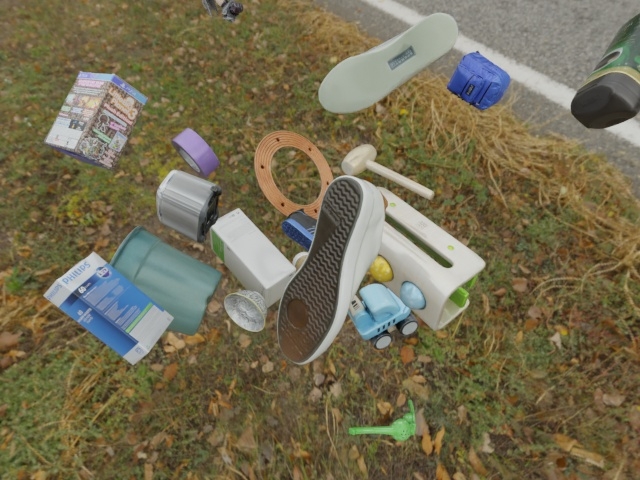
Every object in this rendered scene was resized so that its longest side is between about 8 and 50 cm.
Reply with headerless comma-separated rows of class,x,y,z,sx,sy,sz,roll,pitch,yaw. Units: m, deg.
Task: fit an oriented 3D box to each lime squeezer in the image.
lime squeezer,0.216,0.507,1.132,0.109,0.310,0.059,-14,79,40

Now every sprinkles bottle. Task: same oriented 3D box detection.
sprinkles bottle,-0.034,0.168,2.039,0.121,0.121,0.355,-23,24,-13

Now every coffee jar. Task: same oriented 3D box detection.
coffee jar,0.470,-0.260,0.626,0.079,0.096,0.184,39,81,-5

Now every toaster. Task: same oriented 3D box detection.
toaster,-0.371,-0.101,1.157,0.146,0.227,0.129,24,57,-5

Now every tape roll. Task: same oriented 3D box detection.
tape roll,-0.493,-0.344,1.620,0.189,0.189,0.080,34,71,30

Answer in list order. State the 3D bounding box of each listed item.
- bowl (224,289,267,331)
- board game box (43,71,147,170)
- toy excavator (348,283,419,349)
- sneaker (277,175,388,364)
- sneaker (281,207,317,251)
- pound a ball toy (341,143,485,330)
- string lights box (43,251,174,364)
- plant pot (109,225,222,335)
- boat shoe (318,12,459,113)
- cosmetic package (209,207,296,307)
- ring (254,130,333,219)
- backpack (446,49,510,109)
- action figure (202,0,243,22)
bowl,-0.247,0.230,1.442,0.170,0.170,0.080,17,40,20
board game box,-0.786,-0.421,1.436,0.232,0.141,0.291,18,82,32
toy excavator,0.195,0.312,1.910,0.432,0.445,0.222,-29,39,-1
sneaker,0.032,0.054,0.619,0.106,0.123,0.290,30,104,33
sneaker,0.000,0.000,1.171,0.232,0.081,0.090,43,52,2
pound a ball toy,0.135,-0.009,0.760,0.135,0.208,0.319,-30,53,-24
string lights box,-0.506,0.164,1.001,0.076,0.259,0.133,-39,15,25
plant pot,-0.558,0.169,1.473,0.334,0.341,0.341,25,51,-9
boat shoe,0.106,-0.270,0.648,0.227,0.079,0.081,-25,8,17
cosmetic package,-0.276,0.071,1.645,0.155,0.197,0.365,-33,66,-29
ring,-0.087,-0.221,1.422,0.032,0.336,0.337,-23,31,48
backpack,0.366,-0.362,0.957,0.120,0.098,0.101,41,56,16
action figure,-0.166,-0.555,0.827,0.284,0.185,0.099,-3,49,12
